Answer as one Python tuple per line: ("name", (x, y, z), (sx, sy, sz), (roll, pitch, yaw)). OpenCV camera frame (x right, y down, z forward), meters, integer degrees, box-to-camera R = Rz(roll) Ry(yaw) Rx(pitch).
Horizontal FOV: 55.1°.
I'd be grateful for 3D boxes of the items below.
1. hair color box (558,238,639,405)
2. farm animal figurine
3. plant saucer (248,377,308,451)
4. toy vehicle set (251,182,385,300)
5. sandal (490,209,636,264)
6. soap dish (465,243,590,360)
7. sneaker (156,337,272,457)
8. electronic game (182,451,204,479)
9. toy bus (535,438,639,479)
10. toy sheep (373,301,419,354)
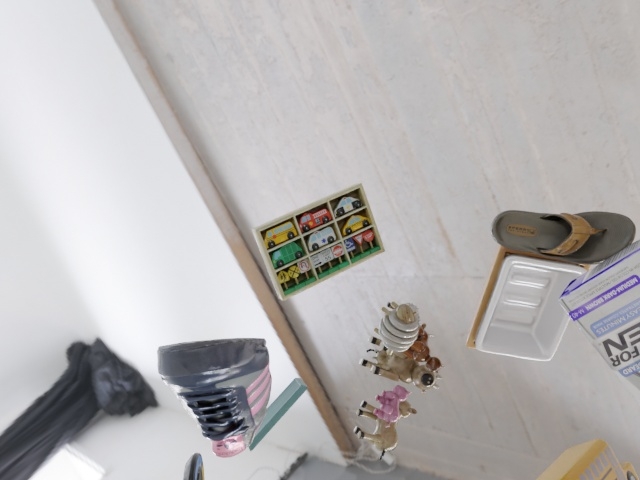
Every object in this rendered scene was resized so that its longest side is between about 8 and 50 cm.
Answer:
("hair color box", (0.526, 0.161, 0.869), (0.185, 0.110, 0.339), (-43, 80, 34))
("farm animal figurine", (0.216, 0.364, 1.616), (0.172, 0.327, 0.331), (24, 103, -14))
("plant saucer", (-0.107, 0.397, 1.418), (0.018, 0.192, 0.067), (46, 172, -18))
("toy vehicle set", (0.000, 0.000, 1.346), (0.035, 0.266, 0.166), (7, 120, 68))
("sandal", (0.384, -0.016, 0.985), (0.219, 0.090, 0.060), (10, 172, 23))
("soap dish", (0.501, 0.146, 1.511), (0.228, 0.118, 0.291), (9, 114, -5))
("sneaker", (-0.106, 0.184, 0.707), (0.319, 0.112, 0.131), (75, -169, -74))
("electronic game", (-0.301, 0.633, 1.484), (0.229, 0.048, 0.230), (179, 90, -85))
("toy bus", (0.513, 0.483, 1.189), (0.108, 0.332, 0.130), (-36, 70, 33))
("toy sheep", (0.160, 0.185, 1.274), (0.091, 0.091, 0.132), (32, 130, 26))
